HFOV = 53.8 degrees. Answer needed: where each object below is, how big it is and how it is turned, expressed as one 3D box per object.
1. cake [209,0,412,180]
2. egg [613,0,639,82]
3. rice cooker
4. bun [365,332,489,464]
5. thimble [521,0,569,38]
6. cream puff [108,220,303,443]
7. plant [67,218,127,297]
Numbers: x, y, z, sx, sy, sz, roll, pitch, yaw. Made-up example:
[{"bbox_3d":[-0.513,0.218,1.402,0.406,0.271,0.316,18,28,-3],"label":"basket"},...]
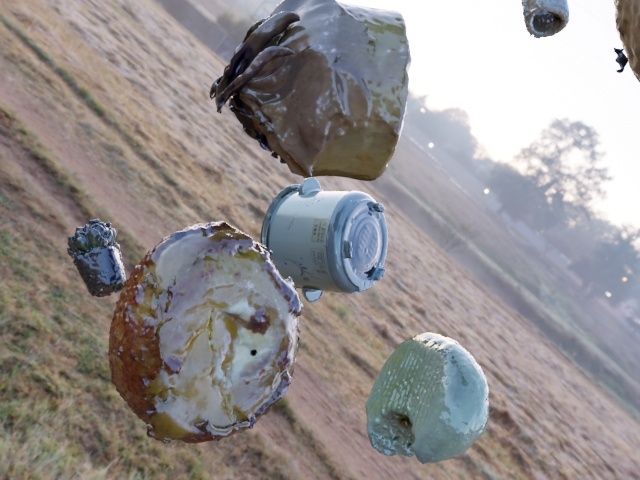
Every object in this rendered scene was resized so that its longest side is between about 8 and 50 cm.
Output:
[{"bbox_3d":[-0.032,-0.269,1.120,0.320,0.333,0.332,5,22,-14],"label":"cake"},{"bbox_3d":[0.449,-0.260,0.655,0.279,0.279,0.311,25,39,-57],"label":"egg"},{"bbox_3d":[0.000,0.000,1.536,0.316,0.317,0.264,45,32,18],"label":"rice cooker"},{"bbox_3d":[0.165,0.246,0.925,0.126,0.204,0.212,28,9,-20],"label":"bun"},{"bbox_3d":[0.518,-0.533,1.457,0.115,0.102,0.090,10,70,-31],"label":"thimble"},{"bbox_3d":[-0.182,0.144,1.002,0.350,0.351,0.228,34,-21,-35],"label":"cream puff"},{"bbox_3d":[-0.414,0.032,1.181,0.094,0.092,0.143,41,25,-79],"label":"plant"}]
